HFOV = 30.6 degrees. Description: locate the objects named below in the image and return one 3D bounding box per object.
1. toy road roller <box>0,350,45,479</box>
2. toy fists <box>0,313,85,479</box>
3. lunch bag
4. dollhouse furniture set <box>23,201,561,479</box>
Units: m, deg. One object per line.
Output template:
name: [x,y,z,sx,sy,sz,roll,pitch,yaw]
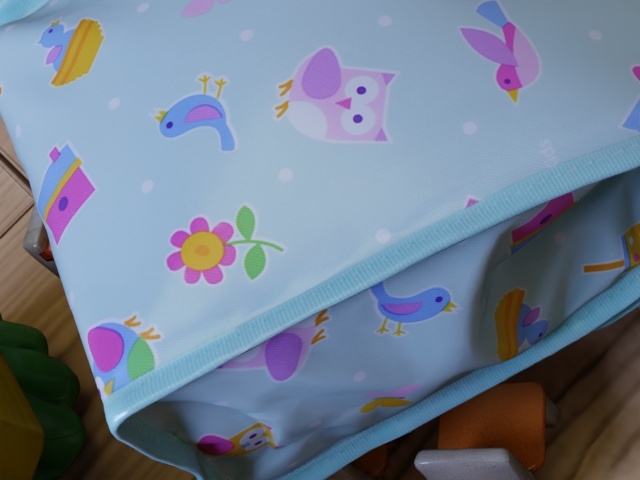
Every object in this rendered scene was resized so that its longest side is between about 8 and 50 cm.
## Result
toy road roller: [-0.247,0.114,0.446,0.202,0.240,0.329,-48,45,5]
toy fists: [-0.184,0.148,0.612,0.142,0.096,0.279,-31,51,4]
lunch bag: [0.022,-0.051,0.471,0.262,0.160,0.223,-30,57,1]
dollhouse furniture set: [0.000,0.000,0.590,0.259,0.135,0.262,-5,58,23]
